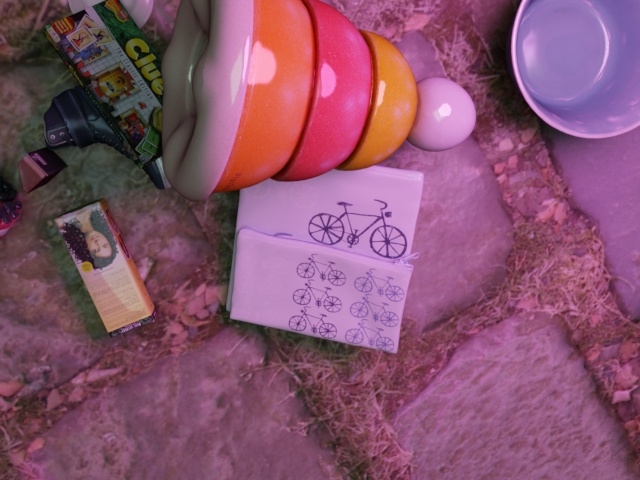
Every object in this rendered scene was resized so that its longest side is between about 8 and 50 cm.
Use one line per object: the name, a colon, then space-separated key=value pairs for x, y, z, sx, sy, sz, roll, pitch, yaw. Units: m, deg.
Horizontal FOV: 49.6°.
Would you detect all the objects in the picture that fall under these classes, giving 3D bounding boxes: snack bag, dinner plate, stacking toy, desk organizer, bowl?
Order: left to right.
desk organizer: x=-0.464 y=-0.116 z=1.137 sx=0.050 sy=0.130 sz=0.047 roll=-41 pitch=104 yaw=3
dinner plate: x=-0.350 y=-0.410 z=1.155 sx=0.141 sy=0.017 sz=0.141 roll=-1 pitch=100 yaw=-6
snack bag: x=0.004 y=0.013 z=1.180 sx=0.322 sy=0.037 sz=0.343 roll=12 pitch=113 yaw=8
stacking toy: x=0.019 y=-0.210 z=1.041 sx=0.479 sy=0.350 sz=0.351 roll=6 pitch=100 yaw=-24
bowl: x=0.449 y=-0.337 z=1.200 sx=0.311 sy=0.163 sz=0.312 roll=-1 pitch=101 yaw=-7

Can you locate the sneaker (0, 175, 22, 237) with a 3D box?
sneaker: x=-0.636 y=-0.110 z=1.128 sx=0.299 sy=0.121 sz=0.112 roll=48 pitch=122 yaw=-5

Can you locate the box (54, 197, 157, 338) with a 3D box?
box: x=-0.374 y=0.049 z=1.217 sx=0.087 sy=0.058 sz=0.232 roll=-23 pitch=103 yaw=-3

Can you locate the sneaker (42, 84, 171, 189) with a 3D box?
sneaker: x=-0.359 y=-0.158 z=1.157 sx=0.163 sy=0.086 sz=0.226 roll=-30 pitch=94 yaw=-12

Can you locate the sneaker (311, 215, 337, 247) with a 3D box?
sneaker: x=0.000 y=0.000 z=1.237 sx=0.129 sy=0.111 sz=0.297 roll=-20 pitch=102 yaw=3

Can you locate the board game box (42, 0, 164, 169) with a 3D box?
board game box: x=-0.311 y=-0.257 z=1.120 sx=0.136 sy=0.030 sz=0.260 roll=-39 pitch=97 yaw=-31
